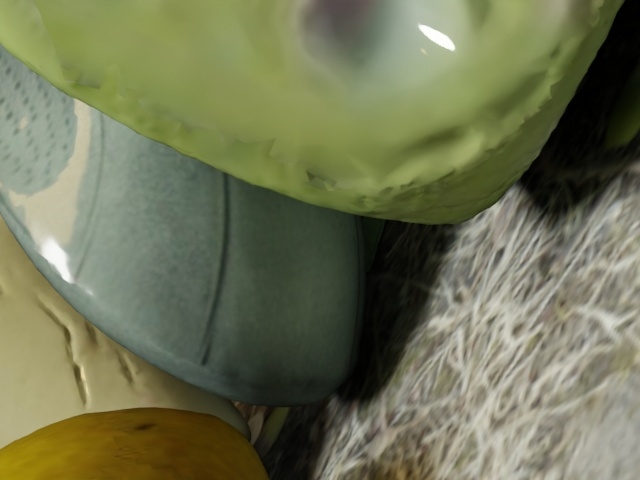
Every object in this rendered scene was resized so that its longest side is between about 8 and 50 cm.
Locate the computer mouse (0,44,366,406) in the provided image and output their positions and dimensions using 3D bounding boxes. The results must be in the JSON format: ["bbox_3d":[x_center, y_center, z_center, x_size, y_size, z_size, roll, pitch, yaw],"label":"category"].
[{"bbox_3d":[-0.088,-0.070,0.812,0.122,0.188,0.371,-55,48,15],"label":"computer mouse"}]

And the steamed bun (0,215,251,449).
[{"bbox_3d":[-0.162,0.116,0.806,0.154,0.200,0.250,-24,-25,-46],"label":"steamed bun"}]

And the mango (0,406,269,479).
[{"bbox_3d":[-0.149,0.245,0.547,0.445,0.220,0.301,-62,11,-20],"label":"mango"}]

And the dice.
[{"bbox_3d":[0.014,-0.174,0.660,0.250,0.252,0.254,-64,-1,23],"label":"dice"}]

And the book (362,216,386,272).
[{"bbox_3d":[0.000,0.000,0.902,0.135,0.017,0.103,-40,26,52],"label":"book"}]
